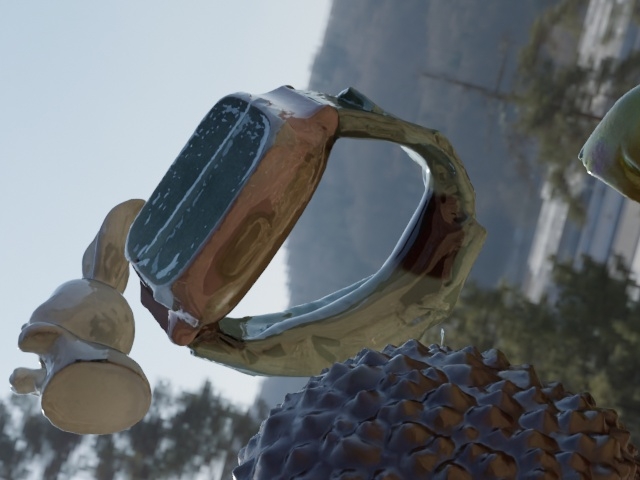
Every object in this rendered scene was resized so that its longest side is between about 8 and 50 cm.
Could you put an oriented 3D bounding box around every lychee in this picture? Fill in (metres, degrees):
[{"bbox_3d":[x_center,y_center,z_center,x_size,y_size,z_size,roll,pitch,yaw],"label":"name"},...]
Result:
[{"bbox_3d":[0.072,0.168,0.688,0.271,0.271,0.272,15,-90,-87],"label":"lychee"}]

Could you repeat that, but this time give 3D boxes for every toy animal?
[{"bbox_3d":[-0.222,0.061,1.191,0.104,0.130,0.221,90,174,-47],"label":"toy animal"}]

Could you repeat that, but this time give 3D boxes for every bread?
[{"bbox_3d":[0.473,-0.137,1.672,0.156,0.260,0.158,57,-174,-38],"label":"bread"}]

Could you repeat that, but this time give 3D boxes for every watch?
[{"bbox_3d":[0.000,0.000,1.045,0.253,0.241,0.162,-55,30,3],"label":"watch"}]

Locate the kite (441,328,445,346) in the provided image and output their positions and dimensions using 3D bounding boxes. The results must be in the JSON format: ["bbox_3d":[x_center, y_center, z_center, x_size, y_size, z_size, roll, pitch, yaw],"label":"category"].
[{"bbox_3d":[0.167,0.233,1.737,0.229,0.012,0.250,104,171,-58],"label":"kite"}]
